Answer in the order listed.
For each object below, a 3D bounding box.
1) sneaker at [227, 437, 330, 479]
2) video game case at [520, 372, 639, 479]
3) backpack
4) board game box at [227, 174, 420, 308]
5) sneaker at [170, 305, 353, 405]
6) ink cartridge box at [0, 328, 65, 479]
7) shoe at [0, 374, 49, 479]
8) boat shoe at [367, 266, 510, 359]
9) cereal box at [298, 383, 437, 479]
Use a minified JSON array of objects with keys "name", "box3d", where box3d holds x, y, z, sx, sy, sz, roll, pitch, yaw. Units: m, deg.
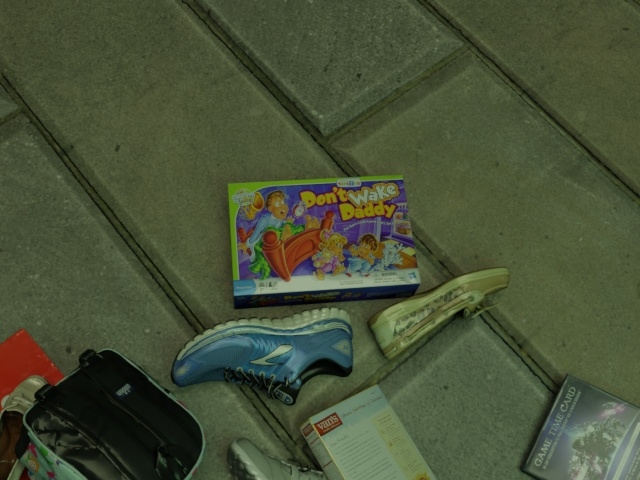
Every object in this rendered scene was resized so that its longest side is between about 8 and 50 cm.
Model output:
[{"name":"sneaker","box3d":[-0.033,0.419,1.179,0.281,0.105,0.115,39,53,5]},{"name":"video game case","box3d":[0.514,0.376,1.213,0.274,0.026,0.196,24,75,26]},{"name":"backpack","box3d":[-0.318,0.326,1.109,0.253,0.191,0.225,32,37,11]},{"name":"board game box","box3d":[0.000,0.000,1.368,0.347,0.078,0.233,-4,66,-7]},{"name":"sneaker","box3d":[-0.094,0.215,1.235,0.330,0.130,0.147,-9,64,-10]},{"name":"ink cartridge box","box3d":[-0.562,0.350,1.132,0.385,0.091,0.308,-39,75,-26]},{"name":"shoe","box3d":[-0.483,0.308,1.135,0.076,0.058,0.219,18,47,-14]},{"name":"boat shoe","box3d":[0.231,0.132,1.324,0.285,0.104,0.089,-23,74,-4]},{"name":"cereal box","box3d":[0.093,0.377,1.186,0.173,0.047,0.240,-14,63,-42]}]
